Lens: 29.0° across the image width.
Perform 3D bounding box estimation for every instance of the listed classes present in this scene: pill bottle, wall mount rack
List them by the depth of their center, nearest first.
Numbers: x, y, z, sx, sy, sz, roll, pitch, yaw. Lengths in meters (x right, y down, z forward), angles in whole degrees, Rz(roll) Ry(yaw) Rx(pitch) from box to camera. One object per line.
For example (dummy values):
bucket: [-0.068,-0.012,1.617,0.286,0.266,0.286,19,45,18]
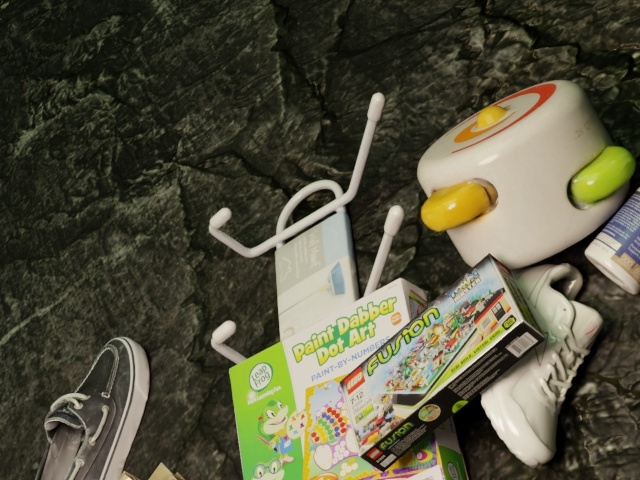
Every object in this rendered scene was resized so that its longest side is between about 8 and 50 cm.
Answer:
pill bottle: [0.320,-0.012,1.203,0.120,0.067,0.067,-50,35,2]
wall mount rack: [0.000,0.000,1.494,0.304,0.130,0.350,-32,39,24]

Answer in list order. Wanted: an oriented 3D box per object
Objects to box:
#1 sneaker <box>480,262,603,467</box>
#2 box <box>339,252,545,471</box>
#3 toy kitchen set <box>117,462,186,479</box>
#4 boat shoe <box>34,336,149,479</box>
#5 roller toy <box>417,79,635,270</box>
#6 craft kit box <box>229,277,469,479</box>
sneaker: [0.217,0.106,1.194,0.115,0.090,0.232,-22,44,29]
box: [0.112,0.117,1.189,0.207,0.036,0.114,-43,31,16]
toy kitchen set: [-0.203,0.314,1.483,0.083,0.068,0.075,-54,35,-5]
boat shoe: [-0.315,0.248,1.638,0.108,0.102,0.301,-16,47,39]
roller toy: [0.202,-0.071,1.268,0.209,0.146,0.191,-29,12,9]
craft kit box: [0.023,0.200,1.308,0.250,0.061,0.246,-30,49,26]
